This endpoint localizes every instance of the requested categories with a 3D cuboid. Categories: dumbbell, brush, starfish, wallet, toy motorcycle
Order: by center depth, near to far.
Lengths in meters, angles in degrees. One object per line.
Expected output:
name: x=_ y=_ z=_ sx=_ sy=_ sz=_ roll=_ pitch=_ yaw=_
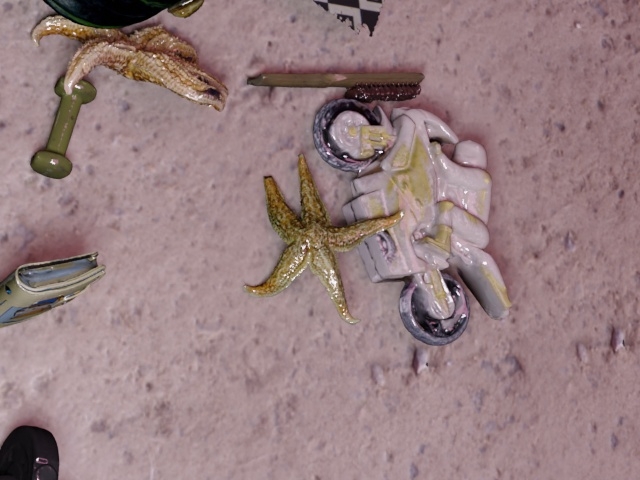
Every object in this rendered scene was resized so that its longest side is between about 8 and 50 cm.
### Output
dumbbell: x=-0.374 y=0.244 z=1.643 sx=0.325 sy=0.143 sz=0.143 roll=19 pitch=72 yaw=-28
wallet: x=-0.302 y=0.056 z=1.715 sx=0.110 sy=0.155 sz=0.039 roll=-14 pitch=81 yaw=-34
dumbbell: x=-0.292 y=-0.128 z=1.816 sx=0.046 sy=0.052 sz=0.118 roll=23 pitch=71 yaw=-23
starfish: x=-0.216 y=-0.207 z=1.840 sx=0.238 sy=0.216 sz=0.071 roll=20 pitch=108 yaw=3
starfish: x=0.000 y=-0.001 z=1.941 sx=0.217 sy=0.050 sz=0.223 roll=-23 pitch=78 yaw=-10
brush: x=0.023 y=-0.195 z=2.030 sx=0.248 sy=0.043 sz=0.036 roll=-3 pitch=76 yaw=-33
toy motorcycle: x=0.136 y=-0.042 z=2.036 sx=0.223 sy=0.108 sz=0.341 roll=-22 pitch=87 yaw=-27

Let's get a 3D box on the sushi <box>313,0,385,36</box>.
sushi: x=-0.025 y=-0.418 z=2.038 sx=0.290 sy=0.050 sz=0.264 roll=31 pitch=59 yaw=-23

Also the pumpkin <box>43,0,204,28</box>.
pumpkin: x=-0.191 y=-0.359 z=1.768 sx=0.315 sy=0.315 sz=0.238 roll=-43 pitch=108 yaw=-30
